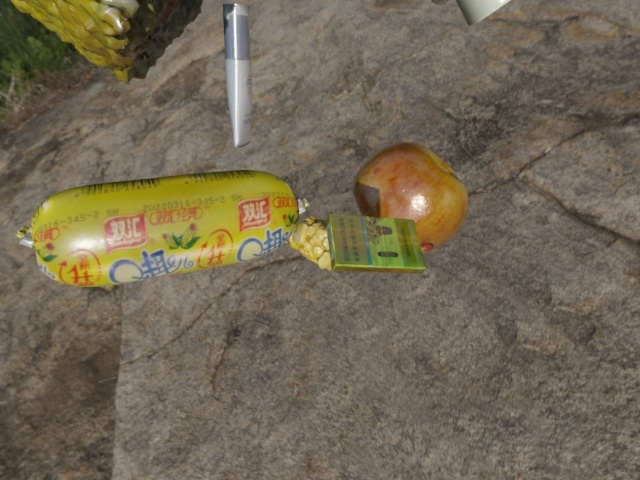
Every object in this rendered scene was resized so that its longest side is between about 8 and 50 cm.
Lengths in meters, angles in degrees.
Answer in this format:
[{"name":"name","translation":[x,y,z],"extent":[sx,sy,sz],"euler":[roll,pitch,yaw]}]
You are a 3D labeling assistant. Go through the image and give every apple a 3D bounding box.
[{"name":"apple","translation":[0.313,-0.147,1.385],"extent":[0.334,0.400,0.400],"euler":[-27,46,23]}]

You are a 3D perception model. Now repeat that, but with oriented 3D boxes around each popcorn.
[{"name":"popcorn","translation":[0.012,0.005,1.135],"extent":[0.163,0.194,0.140],"euler":[22,85,50]}]

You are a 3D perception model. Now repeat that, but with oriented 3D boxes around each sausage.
[{"name":"sausage","translation":[-0.174,-0.020,0.512],"extent":[0.347,0.123,0.123],"euler":[-10,45,-22]}]

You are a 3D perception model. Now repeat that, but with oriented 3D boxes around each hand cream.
[{"name":"hand cream","translation":[-0.157,-0.309,0.781],"extent":[0.048,0.255,0.079],"euler":[7,25,14]}]

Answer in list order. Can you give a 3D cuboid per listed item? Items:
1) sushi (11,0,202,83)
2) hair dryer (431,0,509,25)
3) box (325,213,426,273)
[{"name":"sushi","translation":[-0.221,-0.412,0.485],"extent":[0.351,0.240,0.396],"euler":[-54,20,-13]},{"name":"hair dryer","translation":[0.320,-0.608,0.946],"extent":[0.128,0.203,0.362],"euler":[-33,16,11]},{"name":"box","translation":[0.112,0.007,0.831],"extent":[0.193,0.030,0.121],"euler":[3,58,-16]}]
